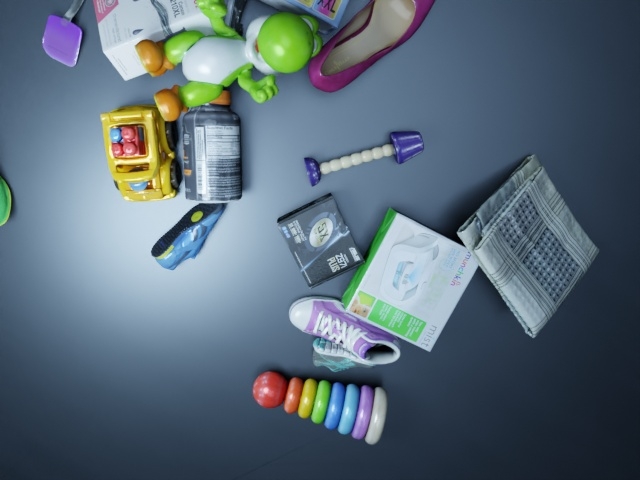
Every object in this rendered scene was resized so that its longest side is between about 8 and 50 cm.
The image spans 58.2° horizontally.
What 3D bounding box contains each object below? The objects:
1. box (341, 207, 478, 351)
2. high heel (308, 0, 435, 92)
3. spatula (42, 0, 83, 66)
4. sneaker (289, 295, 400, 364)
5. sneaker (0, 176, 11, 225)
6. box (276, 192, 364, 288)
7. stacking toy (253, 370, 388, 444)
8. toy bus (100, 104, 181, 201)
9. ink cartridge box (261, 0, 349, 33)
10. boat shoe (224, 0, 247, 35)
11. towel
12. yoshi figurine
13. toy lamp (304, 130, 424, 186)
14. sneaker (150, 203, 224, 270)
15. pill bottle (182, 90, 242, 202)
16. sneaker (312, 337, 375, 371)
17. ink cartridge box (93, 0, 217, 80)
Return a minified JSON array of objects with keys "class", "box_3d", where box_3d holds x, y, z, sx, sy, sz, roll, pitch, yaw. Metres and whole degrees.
[{"class":"box","box_3d":[0.213,0.091,1.375,0.231,0.127,0.261,27,97,-5]},{"class":"high heel","box_3d":[0.129,-0.456,1.232,0.127,0.181,0.377,43,97,-9]},{"class":"spatula","box_3d":[-0.532,-0.536,1.265,0.084,0.030,0.296,25,99,-5]},{"class":"sneaker","box_3d":[0.061,0.216,1.375,0.282,0.161,0.102,15,102,-4]},{"class":"sneaker","box_3d":[-0.792,-0.165,1.280,0.110,0.123,0.295,-16,102,0]},{"class":"box","box_3d":[0.000,0.000,1.370,0.147,0.077,0.180,-25,101,2]},{"class":"stacking toy","box_3d":[-0.007,0.403,1.432,0.331,0.141,0.141,12,100,1]},{"class":"toy bus","box_3d":[-0.397,-0.183,1.251,0.150,0.211,0.220,-4,103,-3]},{"class":"ink cartridge box","box_3d":[-0.014,-0.675,1.181,0.270,0.151,0.395,21,98,-18]},{"class":"boat shoe","box_3d":[-0.192,-0.480,1.283,0.040,0.049,0.142,9,98,-5]},{"class":"towel","box_3d":[0.498,0.005,1.339,0.312,0.056,0.324,-43,103,-21]},{"class":"yoshi figurine","box_3d":[-0.163,-0.364,1.126,0.362,0.203,0.203,-20,57,-6]},{"class":"toy lamp","box_3d":[0.102,-0.195,1.339,0.275,0.080,0.080,-14,101,3]},{"class":"sneaker","box_3d":[-0.302,-0.013,1.370,0.209,0.069,0.082,-43,133,-3]},{"class":"pill bottle","box_3d":[-0.242,-0.212,1.292,0.131,0.130,0.245,0,101,-2]},{"class":"sneaker","box_3d":[0.056,0.298,1.449,0.167,0.065,0.076,16,116,-2]},{"class":"ink cartridge box","box_3d":[-0.338,-0.468,1.214,0.237,0.100,0.171,-20,65,2]}]
